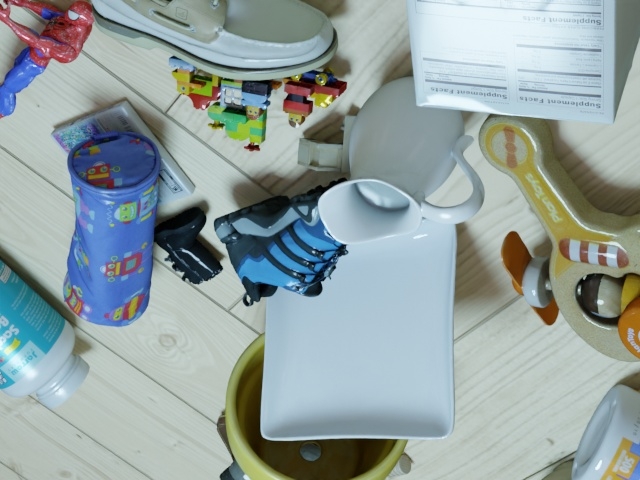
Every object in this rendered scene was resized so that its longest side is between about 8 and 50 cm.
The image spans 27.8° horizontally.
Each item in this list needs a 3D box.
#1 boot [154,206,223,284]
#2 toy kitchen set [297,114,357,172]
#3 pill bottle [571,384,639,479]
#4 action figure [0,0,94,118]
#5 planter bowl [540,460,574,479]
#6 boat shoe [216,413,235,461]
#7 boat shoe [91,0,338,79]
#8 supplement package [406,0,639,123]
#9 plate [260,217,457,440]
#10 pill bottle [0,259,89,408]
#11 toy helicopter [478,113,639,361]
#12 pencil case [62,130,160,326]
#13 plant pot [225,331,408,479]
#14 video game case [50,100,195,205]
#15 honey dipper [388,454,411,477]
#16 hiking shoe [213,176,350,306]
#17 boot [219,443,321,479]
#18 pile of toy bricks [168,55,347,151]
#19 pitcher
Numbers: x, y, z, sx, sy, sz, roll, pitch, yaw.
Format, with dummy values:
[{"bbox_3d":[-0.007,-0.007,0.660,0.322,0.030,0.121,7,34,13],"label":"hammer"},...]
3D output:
[{"bbox_3d":[-0.172,0.010,1.779,0.121,0.045,0.099,-20,118,46],"label":"boot"},{"bbox_3d":[0.025,-0.121,1.576,0.083,0.075,0.068,2,99,-20],"label":"toy kitchen set"},{"bbox_3d":[0.478,0.308,1.674,0.272,0.152,0.152,25,137,3],"label":"pill bottle"},{"bbox_3d":[-0.386,-0.244,1.602,0.139,0.091,0.280,39,136,-26],"label":"action figure"},{"bbox_3d":[0.364,0.383,1.831,0.162,0.109,0.162,13,135,13],"label":"planter bowl"},{"bbox_3d":[-0.107,0.348,2.059,0.064,0.060,0.178,-16,122,36],"label":"boat shoe"},{"bbox_3d":[-0.128,-0.263,1.447,0.302,0.113,0.103,13,141,16],"label":"boat shoe"},{"bbox_3d":[0.197,-0.278,1.212,0.198,0.199,0.263,8,134,20],"label":"supplement package"},{"bbox_3d":[0.054,0.117,1.656,0.278,0.277,0.045,-5,165,30],"label":"plate"},{"bbox_3d":[-0.478,0.139,1.974,0.146,0.146,0.264,-26,116,41],"label":"pill bottle"},{"bbox_3d":[0.290,-0.004,1.513,0.235,0.140,0.355,-22,109,49],"label":"toy helicopter"},{"bbox_3d":[-0.282,-0.014,1.730,0.133,0.119,0.306,60,152,32],"label":"pencil case"},{"bbox_3d":[-0.009,0.267,1.821,0.254,0.254,0.239,21,153,6],"label":"plant pot"},{"bbox_3d":[-0.265,-0.106,1.732,0.143,0.019,0.157,-15,124,36],"label":"video game case"},{"bbox_3d":[0.072,0.361,2.009,0.160,0.030,0.030,-22,119,41],"label":"honey dipper"},{"bbox_3d":[0.000,0.000,1.613,0.304,0.113,0.132,-12,99,47],"label":"hiking shoe"},{"bbox_3d":[-0.021,0.378,2.008,0.246,0.083,0.161,36,106,-19],"label":"boot"},{"bbox_3d":[-0.085,-0.157,1.513,0.212,0.118,0.105,13,117,16],"label":"pile of toy bricks"},{"bbox_3d":[0.110,-0.090,1.429,0.177,0.207,0.125,4,132,22],"label":"pitcher"}]
